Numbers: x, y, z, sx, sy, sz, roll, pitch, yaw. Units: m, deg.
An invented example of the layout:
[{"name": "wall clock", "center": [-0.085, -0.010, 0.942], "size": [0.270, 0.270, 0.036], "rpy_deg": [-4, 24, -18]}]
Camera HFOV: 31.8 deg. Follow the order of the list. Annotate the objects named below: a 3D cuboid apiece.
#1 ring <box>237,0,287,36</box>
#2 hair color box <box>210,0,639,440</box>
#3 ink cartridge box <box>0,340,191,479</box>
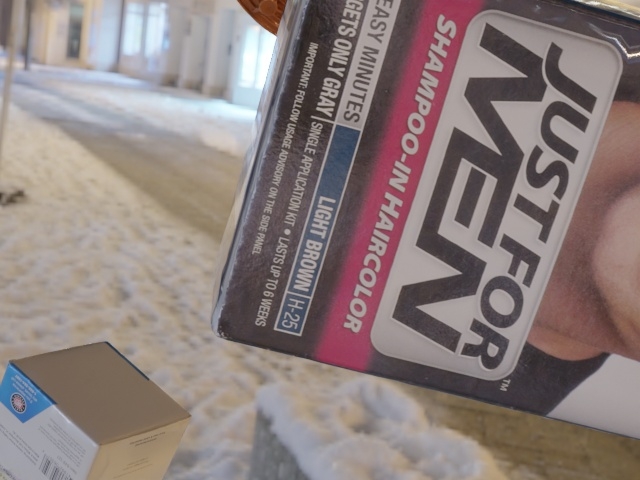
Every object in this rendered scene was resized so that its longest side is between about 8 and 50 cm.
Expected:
[{"name": "ring", "center": [0.047, -0.341, 1.200], "size": [0.336, 0.337, 0.032], "rpy_deg": [6, 36, -6]}, {"name": "hair color box", "center": [0.140, -0.011, 0.503], "size": [0.347, 0.174, 0.105], "rpy_deg": [14, 17, -8]}, {"name": "ink cartridge box", "center": [-0.307, 0.275, 1.386], "size": [0.171, 0.233, 0.168], "rpy_deg": [36, 22, 25]}]
